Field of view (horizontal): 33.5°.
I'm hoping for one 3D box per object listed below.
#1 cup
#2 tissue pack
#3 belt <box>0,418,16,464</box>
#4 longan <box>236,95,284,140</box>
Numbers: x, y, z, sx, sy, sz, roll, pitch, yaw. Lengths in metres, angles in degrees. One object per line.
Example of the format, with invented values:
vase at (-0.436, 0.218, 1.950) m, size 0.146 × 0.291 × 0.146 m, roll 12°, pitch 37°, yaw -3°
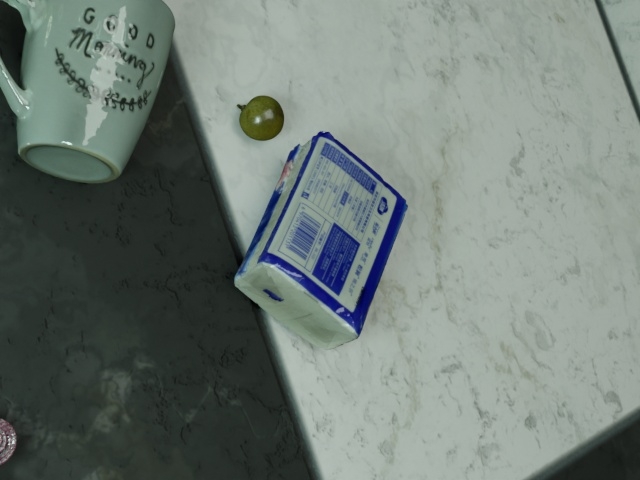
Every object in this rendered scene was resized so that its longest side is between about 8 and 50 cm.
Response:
cup at (-0.332, -0.217, 1.369) m, size 0.258 × 0.186 × 0.234 m, roll 23°, pitch 67°, yaw -33°
tissue pack at (0.000, 0.000, 1.629) m, size 0.209 × 0.137 × 0.269 m, roll 39°, pitch 54°, yaw -26°
belt at (-0.452, 0.208, 1.177) m, size 0.232 × 0.053 × 0.071 m, roll 16°, pitch 73°, yaw -38°
longan at (-0.097, -0.194, 1.664) m, size 0.083 × 0.075 × 0.075 m, roll 24°, pitch 47°, yaw 15°
